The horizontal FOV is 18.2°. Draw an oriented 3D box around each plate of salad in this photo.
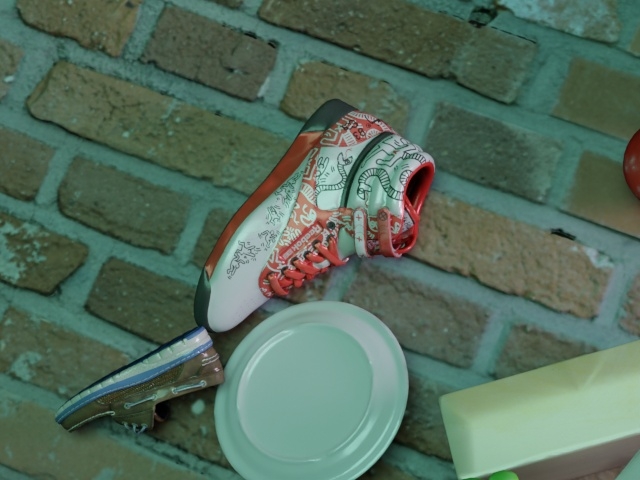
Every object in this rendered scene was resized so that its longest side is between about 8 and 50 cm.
[{"bbox_3d":[-0.007,0.153,1.919,0.200,0.048,0.200,-10,61,19],"label":"plate of salad"}]

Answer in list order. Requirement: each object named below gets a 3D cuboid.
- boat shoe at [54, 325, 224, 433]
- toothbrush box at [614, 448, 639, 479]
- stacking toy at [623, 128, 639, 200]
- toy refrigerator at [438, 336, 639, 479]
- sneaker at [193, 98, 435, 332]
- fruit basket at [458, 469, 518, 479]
[{"bbox_3d":[-0.177,0.152,1.949,0.183,0.066,0.066,-28,93,22],"label":"boat shoe"},{"bbox_3d":[0.388,0.269,1.616,0.126,0.295,0.216,-51,48,-6],"label":"toothbrush box"},{"bbox_3d":[0.379,-0.182,1.905,0.141,0.141,0.330,19,84,20],"label":"stacking toy"},{"bbox_3d":[0.252,0.153,1.823,0.269,0.102,0.094,-16,68,9],"label":"toy refrigerator"},{"bbox_3d":[0.000,-0.001,1.948,0.145,0.090,0.270,30,78,24],"label":"sneaker"},{"bbox_3d":[0.159,0.374,1.596,0.392,0.392,0.283,8,58,17],"label":"fruit basket"}]
